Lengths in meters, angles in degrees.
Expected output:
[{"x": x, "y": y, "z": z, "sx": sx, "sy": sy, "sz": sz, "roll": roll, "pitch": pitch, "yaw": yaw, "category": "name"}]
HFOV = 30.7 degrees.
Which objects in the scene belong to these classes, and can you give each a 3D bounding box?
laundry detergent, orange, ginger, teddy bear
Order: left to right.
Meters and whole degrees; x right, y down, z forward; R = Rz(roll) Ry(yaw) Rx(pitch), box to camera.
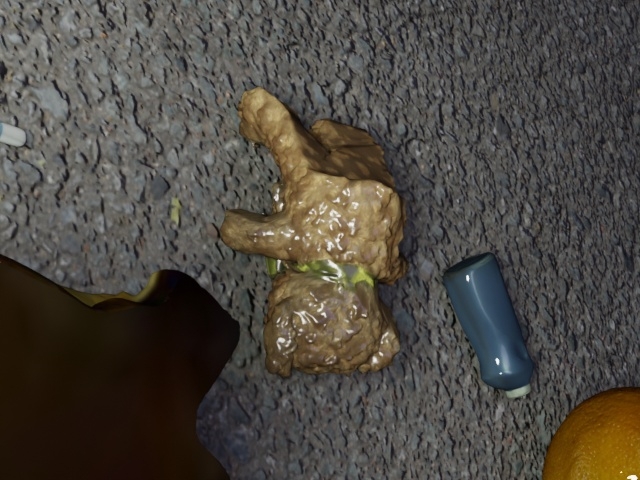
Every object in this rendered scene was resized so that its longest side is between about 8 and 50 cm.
[{"x": -0.219, "y": 0.142, "z": 0.642, "sx": 0.358, "sy": 0.211, "sz": 0.413, "roll": 2, "pitch": 83, "yaw": -58, "category": "ginger"}, {"x": -0.005, "y": -0.004, "z": 1.301, "sx": 0.246, "sy": 0.222, "sz": 0.296, "roll": 16, "pitch": 23, "yaw": -37, "category": "teddy bear"}, {"x": 0.233, "y": 0.123, "z": 1.561, "sx": 0.097, "sy": 0.061, "sz": 0.206, "roll": -32, "pitch": 102, "yaw": -55, "category": "laundry detergent"}, {"x": 0.417, "y": 0.330, "z": 1.546, "sx": 0.264, "sy": 0.264, "sz": 0.264, "roll": 17, "pitch": 66, "yaw": -43, "category": "orange"}]

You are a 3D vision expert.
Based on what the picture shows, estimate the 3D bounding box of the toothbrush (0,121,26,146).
[{"x": -0.377, "y": -0.127, "z": 1.019, "sx": 0.276, "sy": 0.025, "sz": 0.019, "roll": 17, "pitch": 65, "yaw": -43, "category": "toothbrush"}]
